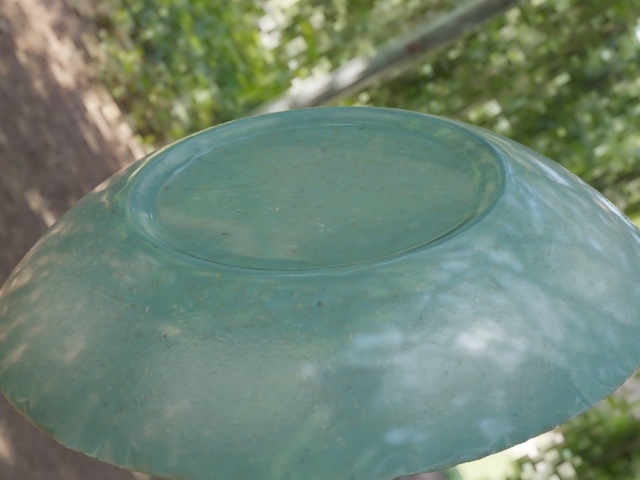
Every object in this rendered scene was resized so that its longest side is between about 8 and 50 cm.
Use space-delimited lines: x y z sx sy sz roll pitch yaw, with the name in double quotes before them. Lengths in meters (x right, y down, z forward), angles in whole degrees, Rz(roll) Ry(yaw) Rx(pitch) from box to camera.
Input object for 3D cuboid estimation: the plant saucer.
"plant saucer" 0.000 0.000 0.524 0.195 0.195 0.037 -109 -167 -61
